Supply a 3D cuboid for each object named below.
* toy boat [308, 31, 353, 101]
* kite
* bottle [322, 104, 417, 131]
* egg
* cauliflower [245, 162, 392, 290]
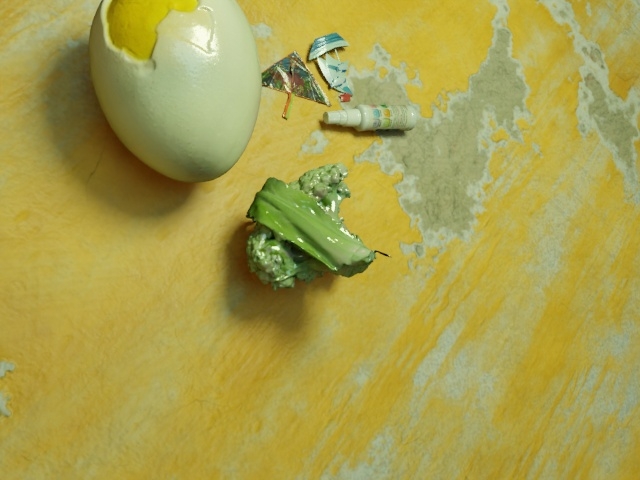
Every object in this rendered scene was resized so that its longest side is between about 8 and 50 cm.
[{"bbox_3d":[0.020,-0.374,1.396,0.105,0.034,0.149,-2,93,-31],"label":"toy boat"},{"bbox_3d":[-0.059,-0.325,1.349,0.190,0.010,0.159,9,76,-25],"label":"kite"},{"bbox_3d":[0.106,-0.264,1.393,0.217,0.060,0.060,-5,82,-29],"label":"bottle"},{"bbox_3d":[-0.237,-0.267,1.092,0.283,0.283,0.345,-10,90,-29],"label":"egg"},{"bbox_3d":[0.000,0.000,1.166,0.256,0.315,0.239,-25,132,-38],"label":"cauliflower"}]
